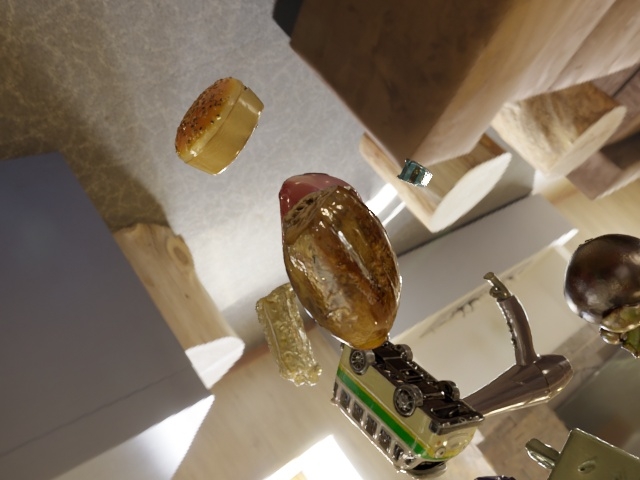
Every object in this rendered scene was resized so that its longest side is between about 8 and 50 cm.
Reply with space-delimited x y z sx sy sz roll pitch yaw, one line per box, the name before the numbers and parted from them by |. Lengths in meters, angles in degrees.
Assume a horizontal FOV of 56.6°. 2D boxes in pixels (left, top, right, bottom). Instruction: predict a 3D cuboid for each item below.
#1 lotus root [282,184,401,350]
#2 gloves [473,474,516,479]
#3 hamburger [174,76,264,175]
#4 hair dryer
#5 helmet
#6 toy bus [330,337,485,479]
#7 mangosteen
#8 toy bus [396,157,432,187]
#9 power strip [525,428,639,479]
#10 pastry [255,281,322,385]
lotus root | 0.033 0.055 1.014 0.193 0.291 0.193 -24 -157 11
gloves | 0.235 0.330 0.799 0.064 0.026 0.086 -13 156 13
hamburger | -0.297 -0.329 1.698 0.300 0.176 0.300 -44 -158 23
hair dryer | 0.455 0.255 1.480 0.301 0.361 0.121 -18 -177 -16
helmet | 0.015 -0.051 1.305 0.154 0.198 0.253 -1 -173 13
toy bus | 0.160 0.339 1.211 0.143 0.305 0.179 5 110 -40
mangosteen | 0.557 0.100 1.104 0.194 0.230 0.194 -12 153 -6
toy bus | 0.166 -0.115 1.034 0.038 0.046 0.083 -63 163 11
power strip | 0.402 0.379 0.883 0.140 0.224 0.139 -55 139 -18
pastry | -0.083 0.243 1.483 0.089 0.258 0.121 -6 163 -41
